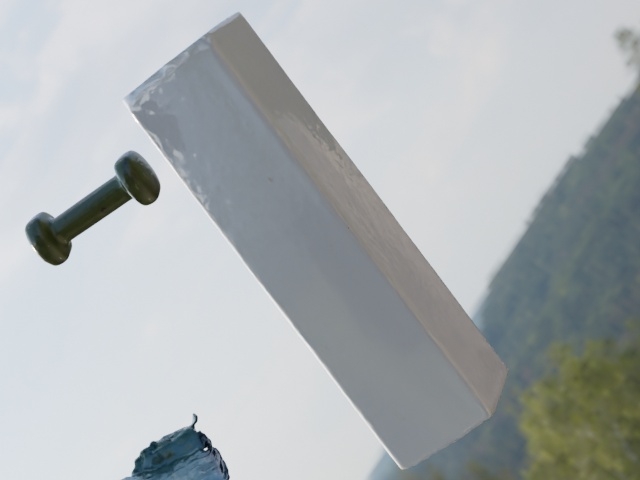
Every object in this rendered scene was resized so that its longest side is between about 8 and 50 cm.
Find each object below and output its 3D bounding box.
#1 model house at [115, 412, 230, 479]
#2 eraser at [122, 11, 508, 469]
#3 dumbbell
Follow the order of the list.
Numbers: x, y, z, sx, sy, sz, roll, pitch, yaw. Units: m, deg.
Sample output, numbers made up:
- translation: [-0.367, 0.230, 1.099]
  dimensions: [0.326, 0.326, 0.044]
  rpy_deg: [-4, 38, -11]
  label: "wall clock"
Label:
- translation: [-0.104, 0.183, 0.834]
  dimensions: [0.148, 0.148, 0.119]
  rpy_deg: [-13, 17, -16]
  label: "model house"
- translation: [0.001, 0.000, 1.101]
  dimensions: [0.076, 0.298, 0.078]
  rpy_deg: [-34, 7, 22]
  label: "eraser"
- translation: [-0.188, -0.026, 1.422]
  dimensions: [0.118, 0.046, 0.052]
  rpy_deg: [-33, 17, 15]
  label: "dumbbell"
